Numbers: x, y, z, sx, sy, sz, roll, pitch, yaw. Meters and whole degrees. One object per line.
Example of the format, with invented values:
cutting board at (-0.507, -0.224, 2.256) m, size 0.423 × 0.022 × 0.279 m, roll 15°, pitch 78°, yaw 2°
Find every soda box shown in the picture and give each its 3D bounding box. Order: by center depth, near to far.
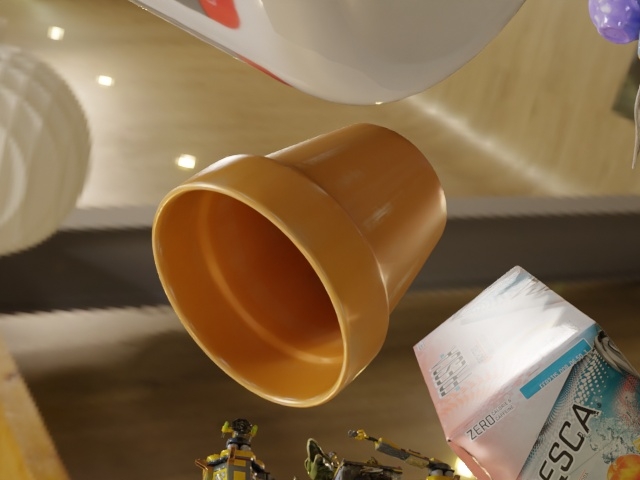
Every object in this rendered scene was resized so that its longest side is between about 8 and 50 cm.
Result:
soda box at (0.079, 0.057, 0.507) m, size 0.058 × 0.063 × 0.183 m, roll 51°, pitch -177°, yaw -4°

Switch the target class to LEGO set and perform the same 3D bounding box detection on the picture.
LEGO set at (-0.004, 0.273, 1.467) m, size 0.331 × 0.255 × 0.192 m, roll 3°, pitch -135°, yaw -6°

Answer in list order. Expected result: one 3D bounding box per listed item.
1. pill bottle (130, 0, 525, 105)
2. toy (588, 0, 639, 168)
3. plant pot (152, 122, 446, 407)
pill bottle at (-0.079, -0.216, 0.551) m, size 0.363 × 0.210 × 0.210 m, roll 31°, pitch -156°, yaw 29°
toy at (0.193, -0.179, 0.792) m, size 0.056 × 0.237 × 0.137 m, roll 16°, pitch 159°, yaw 17°
plant pot at (0.000, 0.000, 1.112) m, size 0.205 × 0.205 × 0.188 m, roll 26°, pitch -134°, yaw 30°
